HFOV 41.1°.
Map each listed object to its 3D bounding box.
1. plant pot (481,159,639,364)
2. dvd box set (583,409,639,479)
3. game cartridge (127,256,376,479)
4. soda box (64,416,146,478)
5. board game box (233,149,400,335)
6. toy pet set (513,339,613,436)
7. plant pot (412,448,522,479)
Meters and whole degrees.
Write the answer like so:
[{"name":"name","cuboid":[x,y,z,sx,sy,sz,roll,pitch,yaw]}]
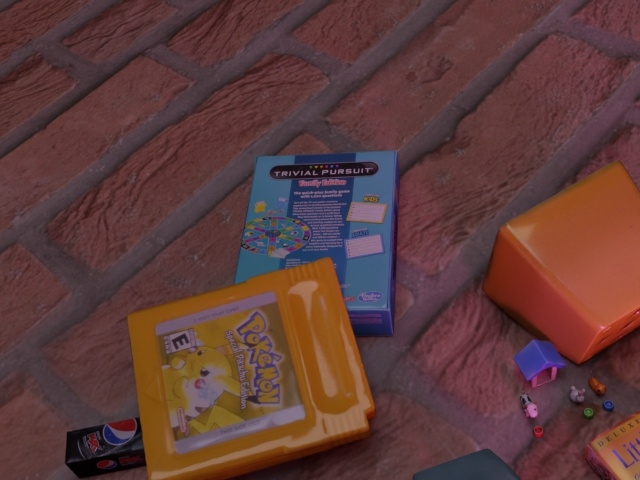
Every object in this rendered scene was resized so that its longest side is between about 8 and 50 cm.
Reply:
[{"name":"plant pot","cuboid":[0.384,0.050,1.234,0.212,0.212,0.187,-28,64,-11]},{"name":"dvd box set","cuboid":[0.577,0.346,1.036,0.308,0.062,0.420,-28,52,-11]},{"name":"game cartridge","cuboid":[-0.104,0.186,1.226,0.324,0.052,0.285,-17,57,0]},{"name":"soda box","cuboid":[-0.283,0.299,1.252,0.169,0.060,0.053,-12,51,2]},{"name":"board game box","cuboid":[0.000,0.000,1.423,0.254,0.079,0.336,-1,51,10]},{"name":"toy pet set","cuboid":[0.334,0.197,1.203,0.122,0.065,0.114,-20,50,-5]},{"name":"plant pot","cuboid":[0.201,0.386,1.023,0.166,0.165,0.234,-19,42,-4]}]
